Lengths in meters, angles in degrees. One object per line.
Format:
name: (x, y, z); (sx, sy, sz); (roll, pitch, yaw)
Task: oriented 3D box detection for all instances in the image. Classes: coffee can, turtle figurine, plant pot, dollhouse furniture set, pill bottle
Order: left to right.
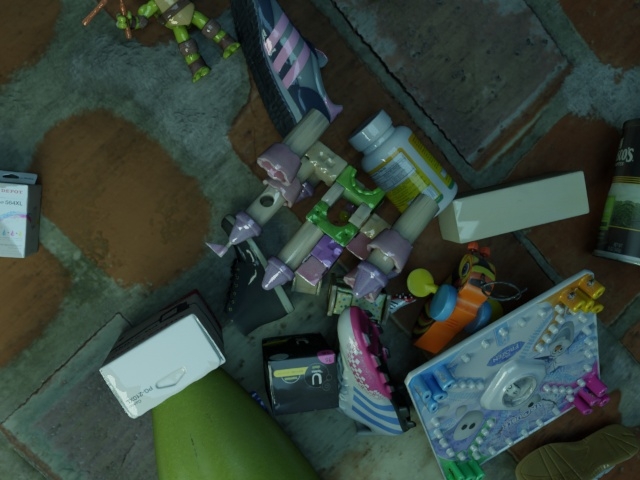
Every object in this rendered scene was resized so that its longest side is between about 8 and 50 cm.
turtle figurine: (-0.258, -0.391, 1.133); (0.269, 0.087, 0.217); (-41, 108, -13)
plant pot: (-0.163, 0.376, 1.095); (0.274, 0.275, 0.294); (-28, 74, -6)
dollhouse furniture set: (0.027, 0.153, 1.219); (0.181, 0.101, 0.161); (9, 102, -3)
pill bottle: (0.151, -0.139, 1.211); (0.117, 0.117, 0.208); (-44, 101, -3)
coffee can: (0.669, -0.081, 1.263); (0.201, 0.201, 0.276); (12, 93, -11)

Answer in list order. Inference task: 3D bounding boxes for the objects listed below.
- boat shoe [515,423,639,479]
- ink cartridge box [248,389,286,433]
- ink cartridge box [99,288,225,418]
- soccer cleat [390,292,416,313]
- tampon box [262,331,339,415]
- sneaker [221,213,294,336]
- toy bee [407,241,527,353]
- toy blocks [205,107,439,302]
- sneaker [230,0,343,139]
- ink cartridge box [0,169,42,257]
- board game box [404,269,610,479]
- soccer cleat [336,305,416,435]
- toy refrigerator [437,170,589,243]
boat shoe: (0.530, 0.472, 1.344); (0.276, 0.098, 0.096); (-13, 140, -12)
ink cartridge box: (-0.102, 0.472, 1.253); (0.165, 0.065, 0.333); (-35, 99, -4)
ink cartridge box: (-0.263, 0.184, 1.108); (0.171, 0.237, 0.100); (-32, 100, -6)
soccer cleat: (0.150, 0.127, 1.283); (0.083, 0.029, 0.036); (-7, 104, -6)
tampon box: (-0.041, 0.242, 1.191); (0.120, 0.161, 0.102); (-6, 96, -10)
sneaker: (-0.149, 0.068, 1.196); (0.118, 0.083, 0.222); (-31, 101, -5)
toy bee: (0.282, 0.095, 1.213); (0.195, 0.298, 0.162); (37, 50, -27)
toy blocks: (0.000, 0.000, 1.096); (0.288, 0.309, 0.260); (38, 78, 6)
sneaker: (-0.062, -0.347, 1.174); (0.131, 0.112, 0.319); (-25, 102, -24)
ink cartridge box: (-0.542, -0.048, 1.113); (0.092, 0.090, 0.143); (4, 95, -10)
board game box: (0.378, 0.287, 1.228); (0.389, 0.050, 0.390); (-29, 130, -6)
soccer cleat: (0.070, 0.259, 1.185); (0.143, 0.116, 0.331); (-15, 126, 15)
toy refrigerator: (0.374, -0.064, 1.265); (0.269, 0.102, 0.094); (-14, 97, -9)
